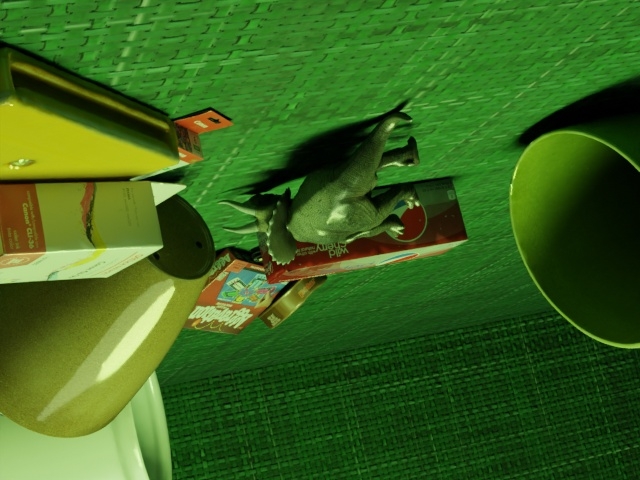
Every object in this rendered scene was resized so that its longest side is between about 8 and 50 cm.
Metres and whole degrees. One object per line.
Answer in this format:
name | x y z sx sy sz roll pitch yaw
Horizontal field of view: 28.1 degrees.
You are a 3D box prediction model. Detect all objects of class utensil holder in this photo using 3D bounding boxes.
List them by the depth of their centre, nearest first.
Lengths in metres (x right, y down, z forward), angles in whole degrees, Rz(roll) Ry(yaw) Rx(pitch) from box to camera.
utensil holder | -0.492 0.355 2.306 0.385 0.328 0.327 -12 169 1

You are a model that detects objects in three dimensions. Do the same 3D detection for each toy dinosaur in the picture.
toy dinosaur | 0.023 -0.043 1.412 0.160 0.121 0.313 -23 179 -27

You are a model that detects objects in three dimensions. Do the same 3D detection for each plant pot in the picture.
plant pot | -0.236 0.058 1.408 0.254 0.237 0.237 -37 157 34
plant pot | 0.432 -0.052 1.563 0.293 0.275 0.275 -25 176 -29

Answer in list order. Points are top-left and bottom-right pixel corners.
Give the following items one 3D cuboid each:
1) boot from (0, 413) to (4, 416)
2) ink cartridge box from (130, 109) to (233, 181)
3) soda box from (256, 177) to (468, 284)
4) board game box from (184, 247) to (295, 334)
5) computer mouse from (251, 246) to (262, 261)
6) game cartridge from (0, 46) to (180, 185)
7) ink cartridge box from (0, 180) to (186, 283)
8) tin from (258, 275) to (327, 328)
boot | -0.376 0.115 1.601 0.338 0.118 0.223 -8 138 -49
ink cartridge box | -0.142 -0.089 1.208 0.115 0.029 0.063 -15 169 15
soda box | 0.053 -0.012 1.671 0.263 0.092 0.083 -9 170 -21
board game box | -0.134 0.082 1.950 0.145 0.027 0.281 -42 163 9
computer mouse | 0.000 0.000 1.812 0.242 0.041 0.071 -20 168 37
game cartridge | -0.322 -0.065 1.081 0.323 0.053 0.285 -14 170 17
ink cartridge box | -0.226 -0.007 1.174 0.198 0.067 0.115 -4 167 -39
tin | -0.045 0.094 2.133 0.106 0.040 0.189 -48 -178 -20
